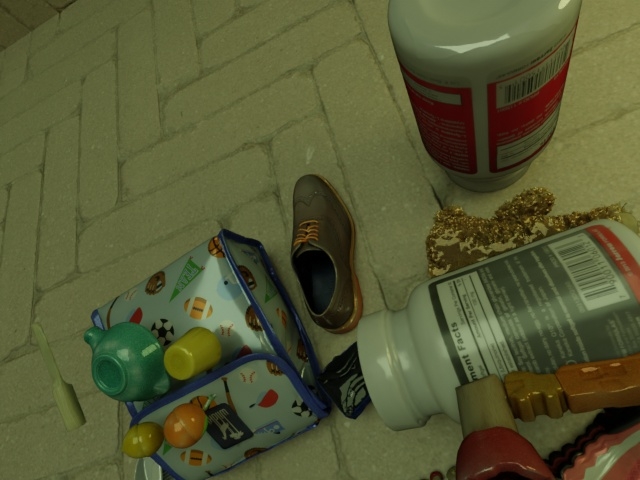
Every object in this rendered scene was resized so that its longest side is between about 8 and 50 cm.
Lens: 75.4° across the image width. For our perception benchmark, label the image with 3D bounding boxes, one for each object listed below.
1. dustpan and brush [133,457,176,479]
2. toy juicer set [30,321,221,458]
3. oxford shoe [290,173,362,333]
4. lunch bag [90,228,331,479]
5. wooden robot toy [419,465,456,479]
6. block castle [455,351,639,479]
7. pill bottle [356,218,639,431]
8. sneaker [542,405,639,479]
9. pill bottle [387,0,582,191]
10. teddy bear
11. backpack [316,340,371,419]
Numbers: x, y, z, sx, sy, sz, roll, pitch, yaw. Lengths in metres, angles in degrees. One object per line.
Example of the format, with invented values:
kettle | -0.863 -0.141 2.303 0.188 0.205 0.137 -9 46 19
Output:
dustpan and brush | -0.319 0.521 0.822 0.147 0.060 0.211 -18 64 17
toy juicer set | -0.310 0.236 0.673 0.329 0.089 0.209 1 98 17
oxford shoe | 0.000 0.000 0.843 0.130 0.133 0.363 -22 63 15
lunch bag | -0.198 0.225 0.795 0.328 0.239 0.385 -30 77 10
wooden robot toy | 0.203 0.416 0.647 0.173 0.076 0.079 -35 96 8
block castle | 0.328 0.343 0.398 0.303 0.213 0.453 -16 104 16
pill bottle | 0.248 0.129 0.569 0.363 0.210 0.210 -23 63 18
sneaker | 0.428 0.316 0.563 0.314 0.116 0.136 -45 70 10
pill bottle | 0.262 -0.242 0.665 0.229 0.408 0.229 -8 67 20
teddy bear | 0.355 0.026 0.702 0.338 0.113 0.245 -17 82 16
backpack | 0.069 0.239 0.739 0.120 0.101 0.098 -46 62 -5
